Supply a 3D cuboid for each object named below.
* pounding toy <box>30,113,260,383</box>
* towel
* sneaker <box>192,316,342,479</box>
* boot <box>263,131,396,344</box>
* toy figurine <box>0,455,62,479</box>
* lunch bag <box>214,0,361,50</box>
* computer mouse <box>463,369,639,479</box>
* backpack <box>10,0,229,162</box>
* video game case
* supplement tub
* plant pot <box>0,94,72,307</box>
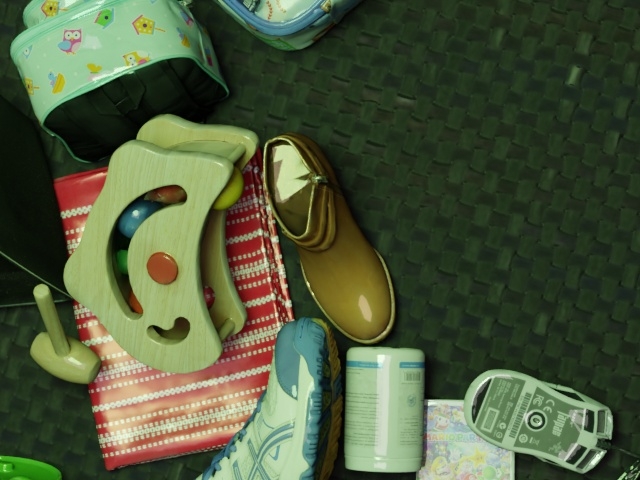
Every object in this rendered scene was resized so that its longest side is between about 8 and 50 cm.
[{"bbox_3d":[-0.140,0.036,1.677,0.154,0.155,0.269,29,119,5],"label":"pounding toy"},{"bbox_3d":[-0.127,0.055,1.790,0.199,0.031,0.275,-12,86,8],"label":"towel"},{"bbox_3d":[-0.058,0.206,1.718,0.131,0.112,0.296,10,100,14],"label":"sneaker"},{"bbox_3d":[0.000,0.000,1.713,0.073,0.152,0.197,-27,85,6],"label":"boot"},{"bbox_3d":[-0.317,0.280,1.776,0.173,0.130,0.159,8,99,29],"label":"toy figurine"},{"bbox_3d":[-0.019,-0.331,1.752,0.303,0.115,0.243,-44,81,3],"label":"lunch bag"},{"bbox_3d":[0.216,0.162,1.730,0.193,0.042,0.106,22,96,-2],"label":"computer mouse"},{"bbox_3d":[-0.180,-0.158,1.726,0.166,0.188,0.144,-21,85,7],"label":"backpack"},{"bbox_3d":[0.128,0.202,1.760,0.087,0.011,0.122,0,88,8],"label":"video game case"},{"bbox_3d":[0.056,0.147,1.742,0.071,0.071,0.107,2,88,8],"label":"supplement tub"},{"bbox_3d":[-0.336,-0.040,1.747,0.188,0.187,0.167,-6,72,15],"label":"plant pot"}]
